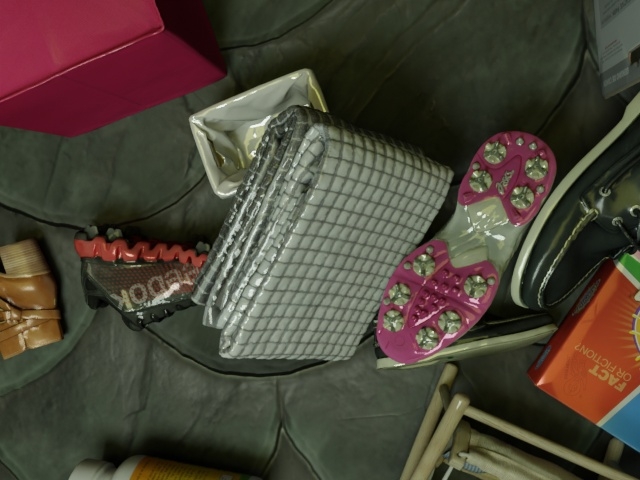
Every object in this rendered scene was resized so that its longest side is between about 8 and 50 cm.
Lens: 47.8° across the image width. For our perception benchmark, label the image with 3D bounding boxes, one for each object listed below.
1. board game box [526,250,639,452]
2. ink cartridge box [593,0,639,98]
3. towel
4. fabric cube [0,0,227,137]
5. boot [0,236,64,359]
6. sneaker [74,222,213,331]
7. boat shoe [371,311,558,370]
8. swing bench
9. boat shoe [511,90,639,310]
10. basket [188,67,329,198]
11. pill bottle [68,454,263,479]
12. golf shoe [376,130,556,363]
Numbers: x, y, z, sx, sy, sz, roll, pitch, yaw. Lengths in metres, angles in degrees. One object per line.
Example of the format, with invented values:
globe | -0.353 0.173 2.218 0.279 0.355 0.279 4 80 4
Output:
board game box | 0.447 0.107 0.887 0.242 0.064 0.317 32 97 5
ink cartridge box | 0.383 -0.306 0.748 0.130 0.309 0.272 -4 94 8
towel | 0.000 0.000 0.843 0.121 0.235 0.284 40 110 38
fabric cube | -0.297 -0.288 0.864 0.259 0.258 0.254 -20 92 8
boot | -0.459 0.092 1.002 0.197 0.073 0.153 -14 95 11
sneaker | -0.194 0.057 0.951 0.275 0.097 0.135 7 94 9
boat shoe | 0.181 0.111 0.915 0.232 0.084 0.079 -8 70 3
swing bench | 0.223 0.328 0.879 0.253 0.165 0.255 23 95 4
boat shoe | 0.352 -0.045 0.806 0.340 0.127 0.113 -49 50 -4
basket | -0.063 -0.131 0.920 0.167 0.103 0.113 -20 90 7
pill bottle | -0.205 0.359 0.949 0.245 0.136 0.137 9 94 7
golf shoe | 0.182 0.020 0.872 0.115 0.140 0.306 37 93 20
